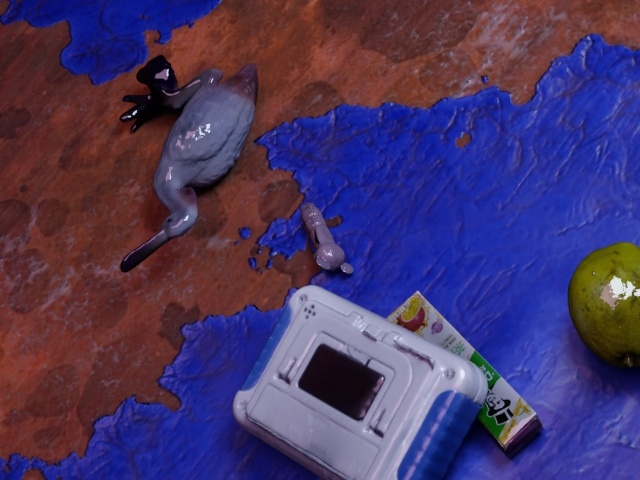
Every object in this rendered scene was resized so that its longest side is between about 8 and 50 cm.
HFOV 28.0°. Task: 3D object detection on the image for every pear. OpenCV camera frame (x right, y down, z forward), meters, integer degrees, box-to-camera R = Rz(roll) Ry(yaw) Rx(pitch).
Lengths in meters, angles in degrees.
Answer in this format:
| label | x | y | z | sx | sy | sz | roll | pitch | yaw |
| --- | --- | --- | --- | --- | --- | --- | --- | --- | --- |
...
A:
| label | x | y | z | sx | sy | sz | roll | pitch | yaw |
| --- | --- | --- | --- | --- | --- | --- | --- | --- | --- |
| pear | 0.301 | 0.065 | 1.282 | 0.107 | 0.107 | 0.131 | -12 | 54 | 16 |

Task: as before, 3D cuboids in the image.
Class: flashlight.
| label | x | y | z | sx | sy | sz | roll | pitch | yaw |
| --- | --- | --- | --- | --- | --- | --- | --- | --- | --- |
| flashlight | 0.000 | 0.000 | 1.489 | 0.031 | 0.052 | 0.110 | -56 | 41 | 30 |

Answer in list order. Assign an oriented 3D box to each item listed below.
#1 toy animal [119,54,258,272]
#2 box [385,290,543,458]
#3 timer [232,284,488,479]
| label | x | y | z | sx | sy | sz | roll | pitch | yaw |
| --- | --- | --- | --- | --- | --- | --- | --- | --- | --- |
| toy animal | -0.156 | -0.110 | 1.581 | 0.195 | 0.090 | 0.324 | -24 | 46 | 16 |
| box | 0.148 | 0.137 | 1.342 | 0.050 | 0.041 | 0.207 | -41 | 54 | -2 |
| timer | 0.032 | 0.161 | 1.328 | 0.253 | 0.078 | 0.178 | 24 | 83 | 39 |
